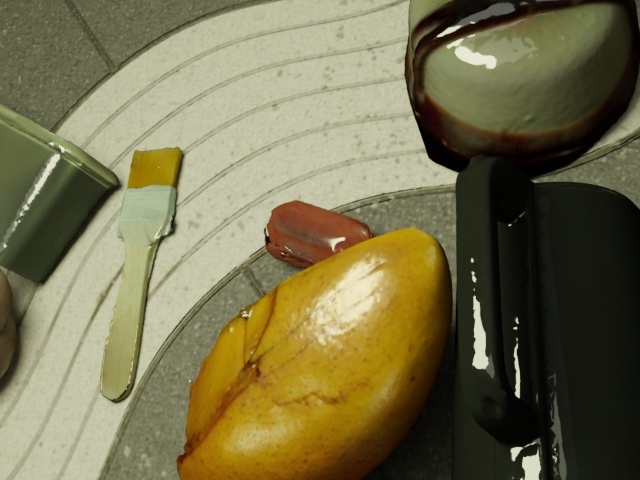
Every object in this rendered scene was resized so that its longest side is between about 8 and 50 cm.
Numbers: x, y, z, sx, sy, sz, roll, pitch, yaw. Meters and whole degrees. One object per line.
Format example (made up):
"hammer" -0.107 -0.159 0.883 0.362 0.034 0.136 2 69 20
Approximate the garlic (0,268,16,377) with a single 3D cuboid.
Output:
"garlic" -0.451 0.124 1.252 0.160 0.214 0.191 -1 30 -3

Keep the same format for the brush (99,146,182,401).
"brush" -0.228 0.036 1.274 0.085 0.020 0.337 -2 66 22

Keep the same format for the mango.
"mango" 0.005 0.123 0.995 0.199 0.201 0.350 44 115 -3

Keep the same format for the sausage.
"sausage" 0.000 0.000 1.162 0.141 0.076 0.076 16 73 31

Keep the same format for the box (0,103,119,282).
"box" -0.422 -0.078 1.351 0.274 0.138 0.178 27 83 32

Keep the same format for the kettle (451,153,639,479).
"kettle" 0.188 0.111 0.914 0.203 0.262 0.308 -37 45 54

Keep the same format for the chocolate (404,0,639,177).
"chocolate" 0.202 -0.230 1.118 0.283 0.186 0.284 -10 62 20
